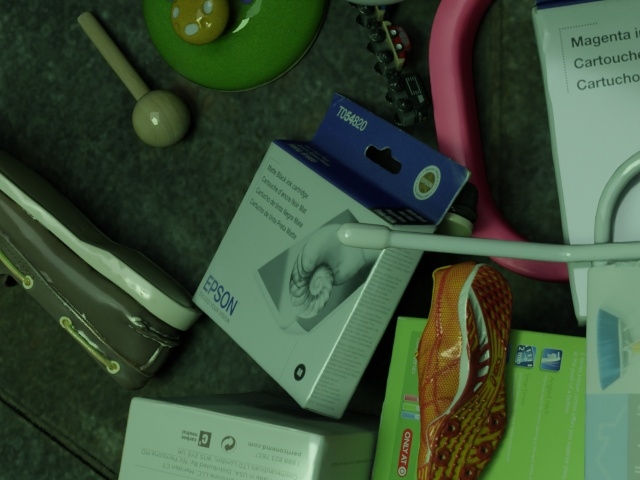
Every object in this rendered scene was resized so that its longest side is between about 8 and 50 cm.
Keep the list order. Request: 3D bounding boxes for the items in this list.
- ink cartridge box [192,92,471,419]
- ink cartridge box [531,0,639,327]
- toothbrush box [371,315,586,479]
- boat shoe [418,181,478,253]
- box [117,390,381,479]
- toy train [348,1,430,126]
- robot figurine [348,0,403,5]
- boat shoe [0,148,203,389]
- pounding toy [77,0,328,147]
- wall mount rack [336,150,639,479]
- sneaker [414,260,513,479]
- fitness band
[{"bbox_3d":[0.000,0.000,1.285,0.223,0.045,0.224,36,101,54],"label":"ink cartridge box"},{"bbox_3d":[0.328,-0.118,1.157,0.324,0.071,0.330,-8,84,8],"label":"ink cartridge box"},{"bbox_3d":[0.188,0.177,1.170,0.283,0.122,0.206,4,83,37],"label":"toothbrush box"},{"bbox_3d":[0.082,-0.018,1.276,0.133,0.049,0.042,-19,50,56],"label":"boat shoe"},{"bbox_3d":[-0.055,0.305,1.249,0.168,0.215,0.345,9,89,24],"label":"box"},{"bbox_3d":[0.059,-0.164,1.319,0.036,0.027,0.158,-13,61,-11],"label":"toy train"},{"bbox_3d":[0.013,-0.322,1.292,0.209,0.173,0.278,-45,70,14],"label":"robot figurine"},{"bbox_3d":[-0.255,0.006,1.417,0.324,0.116,0.097,37,97,16],"label":"boat shoe"},{"bbox_3d":[-0.115,-0.212,1.374,0.237,0.110,0.183,-39,72,16],"label":"pounding toy"},{"bbox_3d":[0.164,0.095,1.051,0.304,0.130,0.350,-5,76,35],"label":"wall mount rack"},{"bbox_3d":[0.099,0.103,1.147,0.067,0.064,0.175,-3,72,57],"label":"sneaker"},{"bbox_3d":[0.193,-0.110,1.263,0.209,0.054,0.291,-10,81,23],"label":"fitness band"}]
